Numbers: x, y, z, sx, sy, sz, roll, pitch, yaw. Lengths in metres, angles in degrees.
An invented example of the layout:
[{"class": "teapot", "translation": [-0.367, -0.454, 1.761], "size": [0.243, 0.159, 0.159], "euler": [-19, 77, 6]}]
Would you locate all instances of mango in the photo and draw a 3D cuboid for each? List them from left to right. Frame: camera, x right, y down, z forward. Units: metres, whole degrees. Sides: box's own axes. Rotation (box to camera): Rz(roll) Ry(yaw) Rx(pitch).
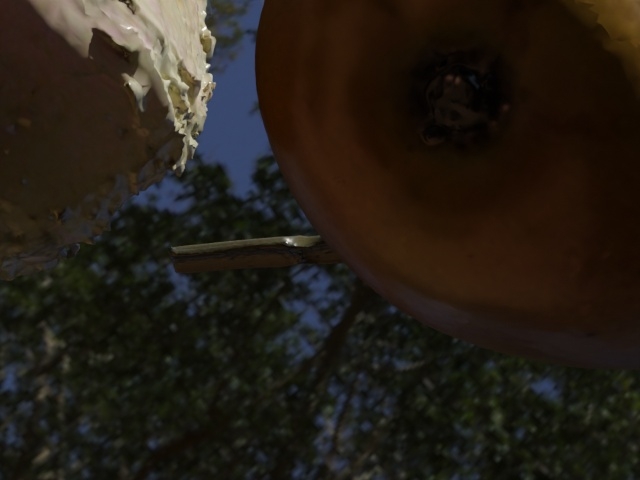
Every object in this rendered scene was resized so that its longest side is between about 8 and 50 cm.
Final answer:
[{"class": "mango", "translation": [0.135, -0.059, 0.720], "size": [0.221, 0.378, 0.264], "euler": [-50, -122, 24]}]

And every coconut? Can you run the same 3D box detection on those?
[{"class": "coconut", "translation": [-0.283, -0.167, 0.822], "size": [0.404, 0.404, 0.405], "euler": [17, -57, 29]}]

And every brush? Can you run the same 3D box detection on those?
[{"class": "brush", "translation": [0.000, 0.000, 1.205], "size": [0.247, 0.036, 0.043], "euler": [-5, -36, 1]}]
